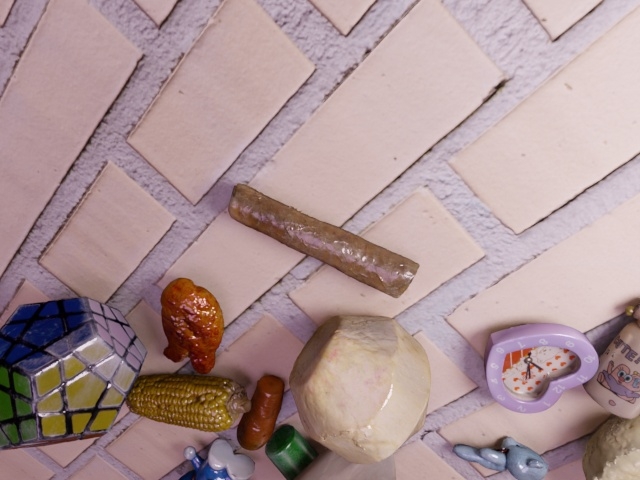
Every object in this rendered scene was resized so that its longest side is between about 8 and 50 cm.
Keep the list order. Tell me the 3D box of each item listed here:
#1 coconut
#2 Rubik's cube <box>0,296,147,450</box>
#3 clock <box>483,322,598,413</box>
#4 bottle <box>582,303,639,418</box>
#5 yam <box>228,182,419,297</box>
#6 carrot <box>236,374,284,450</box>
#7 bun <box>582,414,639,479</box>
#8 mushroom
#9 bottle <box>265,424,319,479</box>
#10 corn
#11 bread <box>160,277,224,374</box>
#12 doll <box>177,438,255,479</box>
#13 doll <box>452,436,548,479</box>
[{"bbox_3d":[0.083,0.268,0.775,0.259,0.259,0.259,5,115,10],"label":"coconut"},{"bbox_3d":[-0.524,0.269,0.869,0.319,0.319,0.264,12,129,7],"label":"Rubik's cube"},{"bbox_3d":[0.379,0.217,0.776,0.172,0.064,0.198,33,117,-4],"label":"clock"},{"bbox_3d":[0.539,0.189,0.715,0.110,0.097,0.209,37,121,32],"label":"bottle"},{"bbox_3d":[0.000,0.000,0.756,0.357,0.081,0.081,25,117,2],"label":"yam"},{"bbox_3d":[-0.135,0.398,0.963,0.087,0.087,0.193,24,118,1],"label":"carrot"},{"bbox_3d":[0.613,0.404,0.764,0.259,0.152,0.259,11,120,21],"label":"bun"},{"bbox_3d":[0.001,0.547,0.896,0.407,0.137,0.154,-34,124,-10],"label":"mushroom"},{"bbox_3d":[-0.003,0.587,1.016,0.093,0.093,0.330,-29,106,23],"label":"bottle"},{"bbox_3d":[-0.306,0.362,0.968,0.322,0.119,0.119,0,115,22],"label":"corn"},{"bbox_3d":[-0.276,0.193,0.895,0.139,0.095,0.269,22,121,10],"label":"bread"},{"bbox_3d":[-0.284,0.627,1.079,0.215,0.161,0.257,40,100,7],"label":"doll"},{"bbox_3d":[0.376,0.446,0.890,0.180,0.075,0.120,8,157,30],"label":"doll"}]
